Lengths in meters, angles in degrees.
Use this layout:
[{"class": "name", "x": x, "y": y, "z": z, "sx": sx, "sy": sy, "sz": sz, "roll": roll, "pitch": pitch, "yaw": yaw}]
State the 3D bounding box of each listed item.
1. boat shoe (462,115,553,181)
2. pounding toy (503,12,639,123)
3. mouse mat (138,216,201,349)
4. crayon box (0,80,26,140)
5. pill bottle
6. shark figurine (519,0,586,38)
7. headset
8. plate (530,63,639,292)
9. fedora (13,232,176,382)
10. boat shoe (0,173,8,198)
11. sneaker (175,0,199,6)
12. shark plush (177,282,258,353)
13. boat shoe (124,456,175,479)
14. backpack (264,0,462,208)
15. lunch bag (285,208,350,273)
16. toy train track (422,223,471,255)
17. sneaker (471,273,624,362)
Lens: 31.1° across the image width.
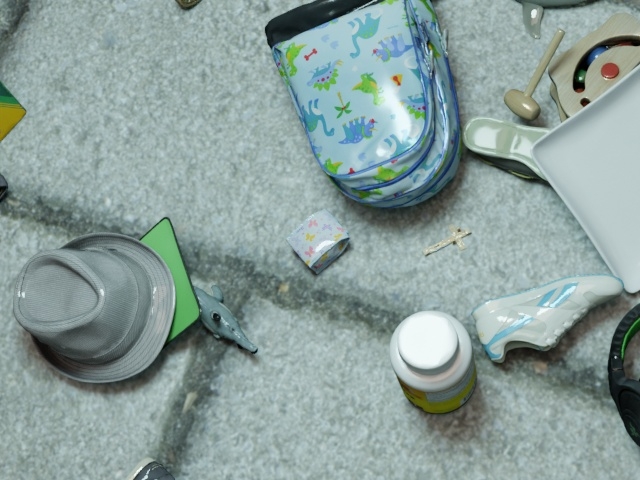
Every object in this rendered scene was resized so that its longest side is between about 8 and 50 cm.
[{"class": "boat shoe", "x": 0.339, "y": -0.139, "z": 1.829, "sx": 0.227, "sy": 0.068, "sz": 0.081, "roll": 22, "pitch": 86, "yaw": 18}, {"class": "pounding toy", "x": 0.437, "y": -0.254, "z": 1.810, "sx": 0.269, "sy": 0.155, "sz": 0.154, "roll": -36, "pitch": 64, "yaw": -3}, {"class": "mouse mat", "x": -0.260, "y": 0.076, "z": 1.842, "sx": 0.152, "sy": 0.007, "sz": 0.190, "roll": -38, "pitch": 61, "yaw": 34}, {"class": "crayon box", "x": -0.653, "y": -0.176, "z": 1.975, "sx": 0.081, "sy": 0.165, "sz": 0.278, "roll": 35, "pitch": 79, "yaw": 21}, {"class": "pill bottle", "x": 0.163, "y": 0.173, "z": 1.658, "sx": 0.117, "sy": 0.215, "sz": 0.117, "roll": -4, "pitch": 68, "yaw": 9}, {"class": "shark figurine", "x": 0.420, "y": -0.444, "z": 1.915, "sx": 0.278, "sy": 0.116, "sz": 0.166, "roll": -9, "pitch": 69, "yaw": 9}, {"class": "headset", "x": 0.539, "y": 0.260, "z": 1.622, "sx": 0.243, "sy": 0.185, "sz": 0.394, "roll": -4, "pitch": 53, "yaw": 5}, {"class": "plate", "x": 0.495, "y": -0.106, "z": 1.754, "sx": 0.278, "sy": 0.045, "sz": 0.277, "roll": -36, "pitch": 95, "yaw": -5}, {"class": "fedora", "x": -0.376, "y": 0.094, "z": 1.805, "sx": 0.275, "sy": 0.124, "sz": 0.244, "roll": 16, "pitch": 83, "yaw": 30}, {"class": "boat shoe", "x": -0.651, "y": -0.026, "z": 1.952, "sx": 0.092, "sy": 0.103, "sz": 0.285, "roll": 36, "pitch": 73, "yaw": 26}, {"class": "sneaker", "x": -0.220, "y": -0.511, "z": 2.089, "sx": 0.086, "sy": 0.064, "sz": 0.192, "roll": 30, "pitch": 76, "yaw": 28}, {"class": "shark plush", "x": -0.166, "y": 0.130, "z": 1.816, "sx": 0.073, "sy": 0.067, "sz": 0.161, "roll": -36, "pitch": 67, "yaw": -5}, {"class": "boat shoe", "x": -0.293, "y": 0.424, "z": 1.720, "sx": 0.065, "sy": 0.075, "sz": 0.206, "roll": 28, "pitch": 71, "yaw": 23}, {"class": "backpack", "x": 0.082, "y": -0.222, "z": 1.822, "sx": 0.290, "sy": 0.273, "sz": 0.356, "roll": -17, "pitch": 91, "yaw": 11}, {"class": "lunch bag", "x": 0.000, "y": 0.000, "z": 1.847, "sx": 0.083, "sy": 0.053, "sz": 0.071, "roll": -44, "pitch": 65, "yaw": 2}, {"class": "toy train track", "x": 0.201, "y": 0.000, "z": 1.830, "sx": 0.083, "sy": 0.014, "sz": 0.048, "roll": -27, "pitch": 66, "yaw": 0}, {"class": "sneaker", "x": 0.347, "y": 0.113, "z": 1.726, "sx": 0.228, "sy": 0.087, "sz": 0.092, "roll": -19, "pitch": 73, "yaw": 10}]
